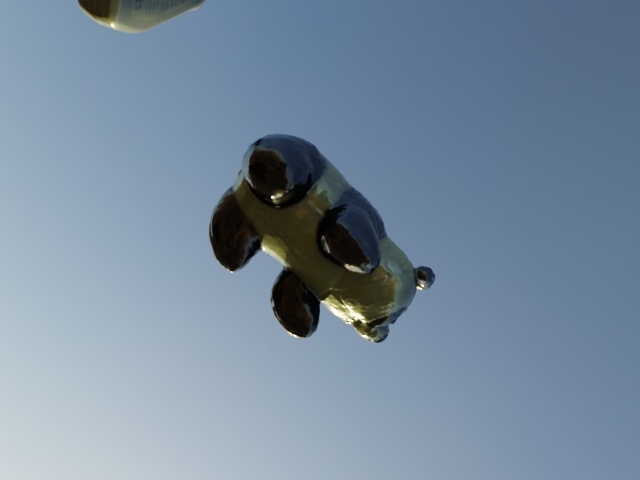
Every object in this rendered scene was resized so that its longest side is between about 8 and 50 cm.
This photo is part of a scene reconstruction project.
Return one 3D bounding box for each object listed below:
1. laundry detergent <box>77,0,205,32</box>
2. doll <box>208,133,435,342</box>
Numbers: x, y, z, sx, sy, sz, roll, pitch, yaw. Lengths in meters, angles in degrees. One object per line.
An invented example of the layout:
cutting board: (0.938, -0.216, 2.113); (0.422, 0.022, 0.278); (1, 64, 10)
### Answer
laundry detergent: (-0.234, -0.412, 0.821); (0.091, 0.253, 0.181); (30, -47, 18)
doll: (0.000, -0.002, 0.555); (0.234, 0.135, 0.143); (47, -53, 7)
